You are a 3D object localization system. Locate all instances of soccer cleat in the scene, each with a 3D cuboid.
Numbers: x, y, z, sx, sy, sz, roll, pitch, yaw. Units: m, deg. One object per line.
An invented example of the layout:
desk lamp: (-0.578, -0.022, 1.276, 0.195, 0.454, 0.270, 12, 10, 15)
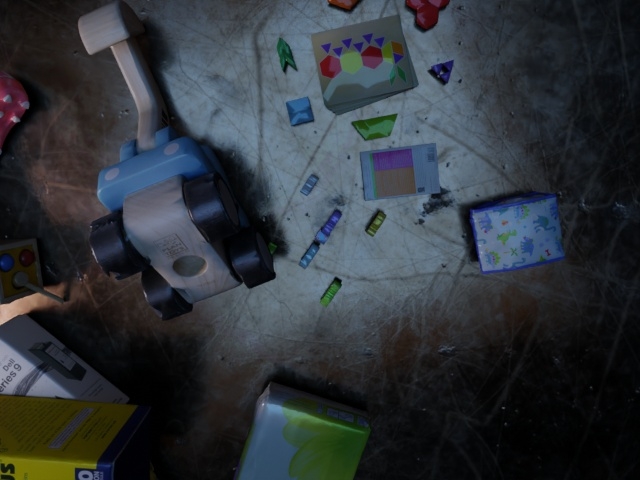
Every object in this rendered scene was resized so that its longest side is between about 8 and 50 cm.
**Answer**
soccer cleat: (-0.656, -0.214, 1.054, 0.248, 0.083, 0.095, -47, 65, 13)

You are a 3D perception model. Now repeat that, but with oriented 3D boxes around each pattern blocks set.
pattern blocks set: (0.083, -0.332, 1.019, 0.325, 0.026, 0.285, -3, 98, 3)

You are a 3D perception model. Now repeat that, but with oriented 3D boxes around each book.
book: (0.152, -0.131, 1.045, 0.145, 0.035, 0.096, -6, 95, 3)

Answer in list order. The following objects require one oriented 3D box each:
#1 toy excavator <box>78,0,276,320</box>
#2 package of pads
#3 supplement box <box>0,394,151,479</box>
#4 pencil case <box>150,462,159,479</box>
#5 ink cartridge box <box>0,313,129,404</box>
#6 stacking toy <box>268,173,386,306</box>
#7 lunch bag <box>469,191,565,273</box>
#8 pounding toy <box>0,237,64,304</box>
toy excavator: (-0.286, -0.146, 0.982, 0.223, 0.445, 0.432, -23, 138, 5)
package of pads: (-0.051, 0.456, 1.109, 0.229, 0.101, 0.296, 18, 98, -2)
supplement box: (-0.500, 0.408, 0.951, 0.357, 0.195, 0.194, 4, 100, 1)
pencil case: (-0.352, 0.556, 1.140, 0.105, 0.104, 0.236, -27, 97, 6)
ink cartridge box: (-0.578, 0.324, 1.100, 0.289, 0.121, 0.211, 40, 98, -4)
stacking toy: (0.000, 0.000, 1.061, 0.167, 0.052, 0.221, 32, 99, -2)
lunch bag: (0.361, -0.014, 1.021, 0.151, 0.096, 0.128, -14, 98, -5)
pounding toy: (-0.597, 0.071, 1.069, 0.100, 0.130, 0.141, -2, 99, 15)
